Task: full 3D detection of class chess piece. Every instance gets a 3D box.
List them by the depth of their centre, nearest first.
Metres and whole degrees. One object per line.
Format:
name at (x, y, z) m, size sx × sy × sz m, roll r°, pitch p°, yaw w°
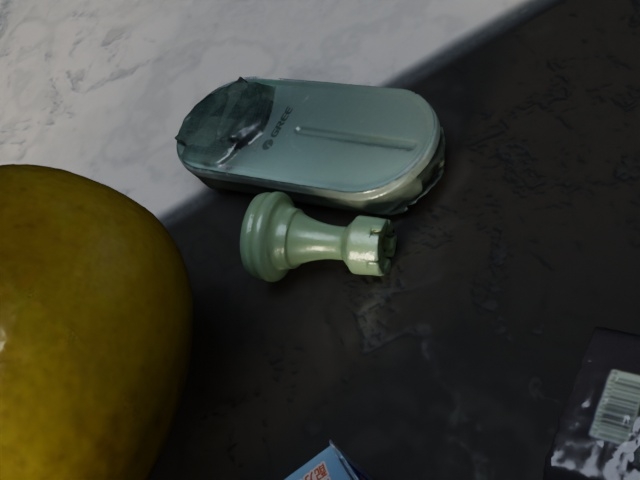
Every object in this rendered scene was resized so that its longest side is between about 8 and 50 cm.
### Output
chess piece at (0.000, 0.000, 0.694) m, size 0.103 × 0.067 × 0.067 m, roll 5°, pitch 59°, yaw 23°

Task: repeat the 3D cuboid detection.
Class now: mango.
mango at (-0.243, 0.153, 0.598) m, size 0.301 × 0.220 × 0.445 m, roll -7°, pitch 52°, yaw 45°

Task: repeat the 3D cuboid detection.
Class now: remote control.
remote control at (-0.013, -0.077, 0.762) m, size 0.247 × 0.052 × 0.104 m, roll 13°, pitch 63°, yaw 37°

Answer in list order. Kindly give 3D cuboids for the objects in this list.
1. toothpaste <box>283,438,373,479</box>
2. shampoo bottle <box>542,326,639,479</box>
toothpaste at (-0.079, 0.225, 0.565) m, size 0.272 × 0.066 × 0.053 m, roll -37°, pitch 47°, yaw 2°
shampoo bottle at (0.266, 0.121, 0.440) m, size 0.310 × 0.071 × 0.098 m, roll 11°, pitch 62°, yaw 35°
